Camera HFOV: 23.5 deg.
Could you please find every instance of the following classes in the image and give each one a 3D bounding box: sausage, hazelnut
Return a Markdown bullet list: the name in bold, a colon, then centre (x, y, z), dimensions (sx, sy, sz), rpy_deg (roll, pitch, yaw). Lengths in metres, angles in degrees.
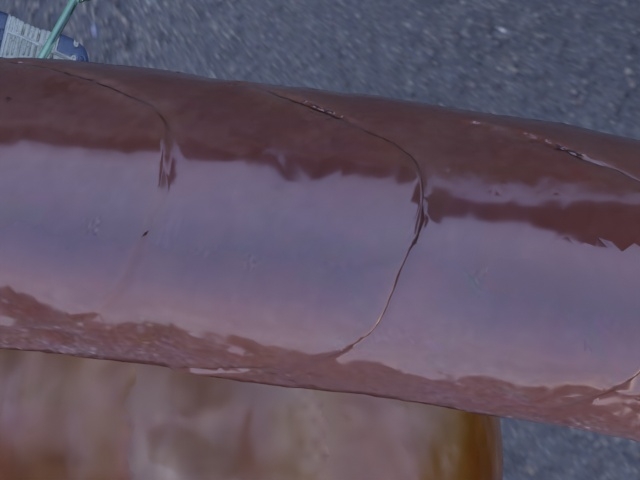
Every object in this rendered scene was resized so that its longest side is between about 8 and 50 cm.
- **sausage**: centre (0.000, 0.001, 0.403), dimensions (0.433, 0.088, 0.088), rpy_deg (7, 104, 5)
- **hazelnut**: centre (-0.075, 0.131, 0.828), dimensions (0.315, 0.372, 0.372), rpy_deg (9, 104, -16)

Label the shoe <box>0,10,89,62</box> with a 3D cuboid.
- **shoe**: centre (-0.297, -0.174, 1.482), dimensions (0.143, 0.071, 0.064), rpy_deg (14, 63, -18)

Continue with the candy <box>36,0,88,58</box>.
- **candy**: centre (-0.200, -0.205, 1.269), dimensions (0.060, 0.060, 0.201), rpy_deg (28, 93, -16)
